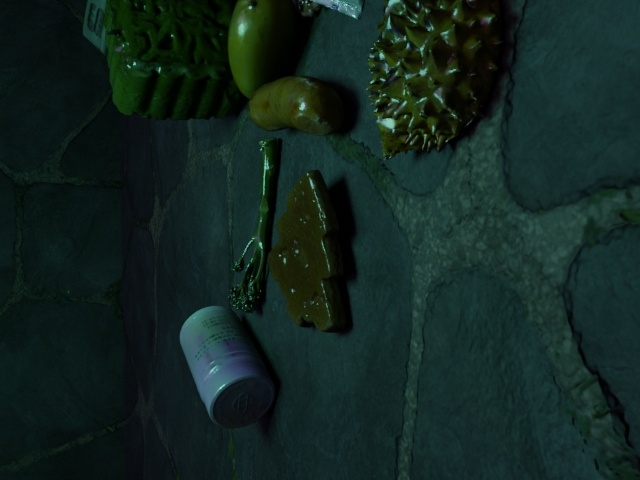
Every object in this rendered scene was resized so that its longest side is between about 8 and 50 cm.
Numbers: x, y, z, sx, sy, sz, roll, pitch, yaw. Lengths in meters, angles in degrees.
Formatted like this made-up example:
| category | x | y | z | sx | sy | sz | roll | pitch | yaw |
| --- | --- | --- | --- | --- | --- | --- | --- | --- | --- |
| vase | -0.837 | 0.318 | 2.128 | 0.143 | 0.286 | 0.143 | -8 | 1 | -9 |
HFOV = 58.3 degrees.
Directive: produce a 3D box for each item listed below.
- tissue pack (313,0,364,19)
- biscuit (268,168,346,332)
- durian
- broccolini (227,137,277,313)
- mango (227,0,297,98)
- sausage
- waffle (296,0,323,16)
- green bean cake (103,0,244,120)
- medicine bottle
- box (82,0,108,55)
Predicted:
| category | x | y | z | sx | sy | sz | roll | pitch | yaw |
| --- | --- | --- | --- | --- | --- | --- | --- | --- | --- |
| tissue pack | 0.036 | -0.475 | 0.930 | 0.122 | 0.026 | 0.193 | 31 | 127 | 23 |
| biscuit | -0.017 | 0.020 | 1.030 | 0.278 | 0.043 | 0.302 | 46 | 135 | 50 |
| durian | 0.131 | -0.276 | 0.726 | 0.191 | 0.112 | 0.341 | 12 | 97 | 63 |
| broccolini | -0.150 | -0.031 | 1.257 | 0.078 | 0.074 | 0.392 | 21 | 109 | 52 |
| mango | -0.121 | -0.387 | 1.148 | 0.156 | 0.114 | 0.251 | -58 | -6 | -41 |
| sausage | -0.043 | -0.245 | 1.049 | 0.270 | 0.108 | 0.109 | 27 | 113 | 59 |
| waffle | -0.004 | -0.544 | 1.040 | 0.221 | 0.055 | 0.234 | -43 | 58 | 50 |
| green bean cake | -0.342 | -0.464 | 1.354 | 0.218 | 0.335 | 0.319 | -37 | 62 | 56 |
| medicine bottle | -0.211 | 0.276 | 1.279 | 0.254 | 0.152 | 0.152 | 49 | 130 | 51 |
| box | -0.440 | -0.710 | 1.534 | 0.111 | 0.396 | 0.396 | 46 | 143 | -4 |
